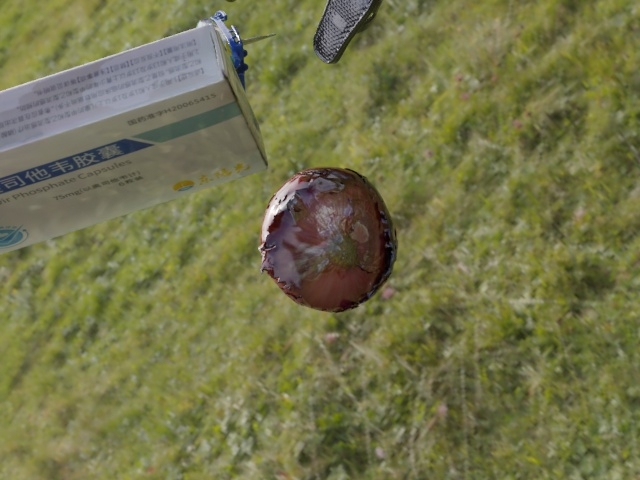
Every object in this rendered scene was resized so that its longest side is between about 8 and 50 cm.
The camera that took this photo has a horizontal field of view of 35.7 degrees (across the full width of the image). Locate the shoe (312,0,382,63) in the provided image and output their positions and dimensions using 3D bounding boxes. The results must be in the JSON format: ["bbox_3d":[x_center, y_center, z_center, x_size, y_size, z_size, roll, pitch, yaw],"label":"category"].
[{"bbox_3d":[0.041,-0.287,1.255,0.053,0.062,0.159,-27,-17,-38],"label":"shoe"}]

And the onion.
[{"bbox_3d":[0.000,0.000,1.216,0.184,0.184,0.147,-61,22,-17],"label":"onion"}]

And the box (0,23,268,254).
[{"bbox_3d":[-0.236,-0.085,0.980,0.343,0.200,0.065,-17,68,2],"label":"box"}]

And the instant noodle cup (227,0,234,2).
[{"bbox_3d":[-0.078,-0.421,1.261,0.153,0.205,0.205,-12,44,18],"label":"instant noodle cup"}]

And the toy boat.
[{"bbox_3d":[-0.114,-0.271,1.376,0.110,0.091,0.175,-12,39,-15],"label":"toy boat"}]
